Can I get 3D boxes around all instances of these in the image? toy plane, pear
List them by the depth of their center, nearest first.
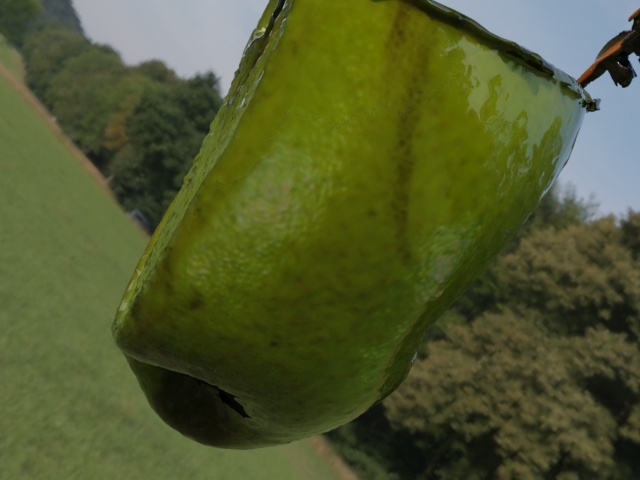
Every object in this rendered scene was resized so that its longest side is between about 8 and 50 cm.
[{"bbox_3d":[0.000,0.000,0.490,0.164,0.255,0.238,27,7,-9],"label":"pear"},{"bbox_3d":[0.287,-0.173,0.871,0.135,0.188,0.062,-6,56,-42],"label":"toy plane"}]
